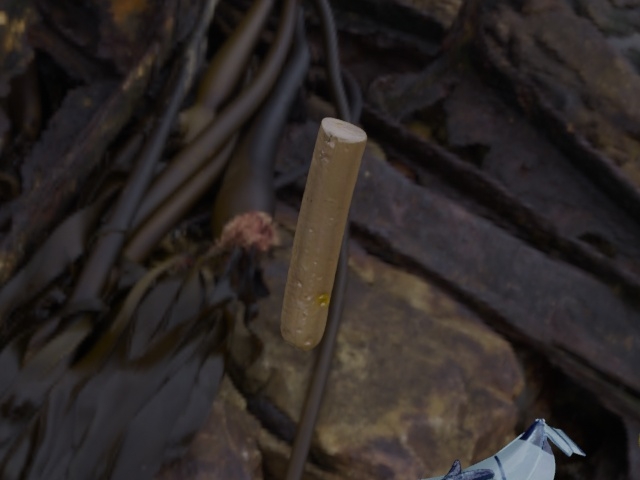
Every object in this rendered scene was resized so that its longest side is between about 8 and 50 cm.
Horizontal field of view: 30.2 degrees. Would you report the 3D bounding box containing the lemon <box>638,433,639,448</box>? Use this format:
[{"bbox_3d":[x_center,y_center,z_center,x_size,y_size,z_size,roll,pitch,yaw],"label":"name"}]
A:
[{"bbox_3d":[0.351,0.159,0.959,0.180,0.180,0.193,38,84,23],"label":"lemon"}]

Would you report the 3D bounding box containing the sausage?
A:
[{"bbox_3d":[0.000,-0.001,1.440,0.066,0.301,0.066,11,25,-5],"label":"sausage"}]

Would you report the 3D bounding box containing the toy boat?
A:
[{"bbox_3d":[0.150,0.285,1.295,0.210,0.070,0.291,1,30,34],"label":"toy boat"}]
